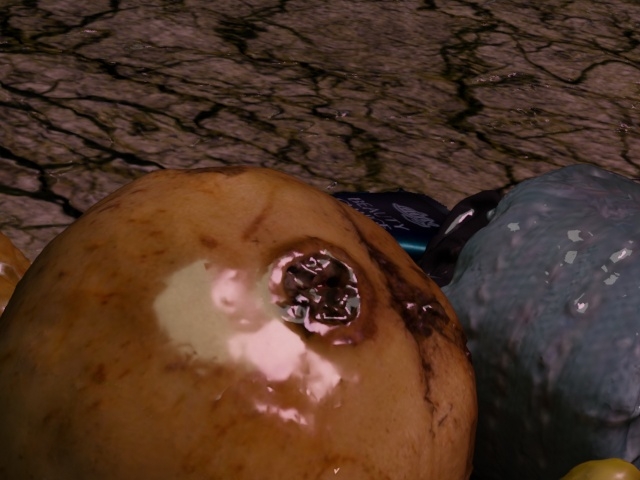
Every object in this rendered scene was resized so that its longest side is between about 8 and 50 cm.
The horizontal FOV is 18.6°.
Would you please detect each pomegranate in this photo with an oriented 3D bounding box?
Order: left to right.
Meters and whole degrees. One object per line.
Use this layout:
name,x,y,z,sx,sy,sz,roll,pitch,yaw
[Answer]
pomegranate,-0.050,0.093,0.930,0.260,0.260,0.260,7,28,-4

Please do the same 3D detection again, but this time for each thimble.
thimble,0.166,0.068,1.107,0.143,0.198,0.235,28,1,34

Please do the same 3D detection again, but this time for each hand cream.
hand cream,0.000,0.000,1.337,0.271,0.061,0.120,-3,25,-36

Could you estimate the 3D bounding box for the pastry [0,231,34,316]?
pastry,-0.250,0.072,1.067,0.235,0.132,0.240,26,39,13

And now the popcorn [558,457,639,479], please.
popcorn,0.138,0.207,0.796,0.250,0.235,0.241,5,54,27

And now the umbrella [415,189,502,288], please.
umbrella,0.091,0.043,1.223,0.122,0.110,0.272,-16,10,37
